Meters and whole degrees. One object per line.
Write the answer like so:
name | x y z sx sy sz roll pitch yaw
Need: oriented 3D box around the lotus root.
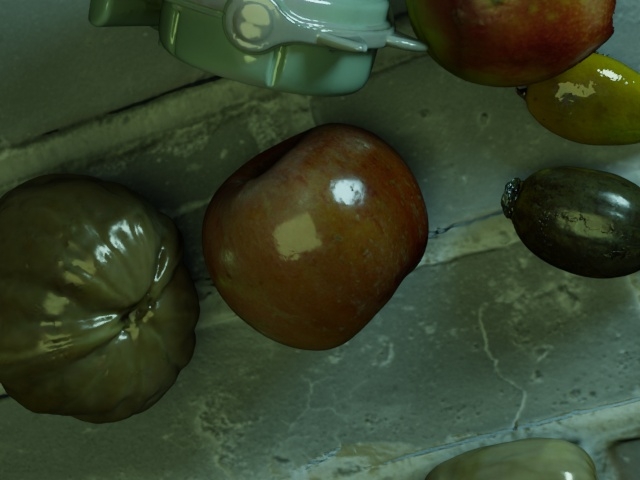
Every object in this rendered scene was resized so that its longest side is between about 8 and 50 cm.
lotus root | 0.301 -0.018 1.801 0.210 0.120 0.120 16 106 9

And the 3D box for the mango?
mango | 0.307 -0.153 1.795 0.188 0.066 0.101 14 107 0

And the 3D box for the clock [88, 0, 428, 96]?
clock | -0.056 -0.233 1.710 0.324 0.265 0.108 24 109 31

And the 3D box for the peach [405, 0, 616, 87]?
peach | 0.200 -0.272 1.709 0.231 0.231 0.231 3 104 12

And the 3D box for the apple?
apple | 0.000 0.000 1.815 0.254 0.253 0.253 3 104 12

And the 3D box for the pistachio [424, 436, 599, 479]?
pistachio | 0.223 0.308 1.875 0.230 0.157 0.157 -11 101 27

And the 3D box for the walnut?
walnut | -0.279 0.067 1.868 0.285 0.285 0.296 -19 118 16
